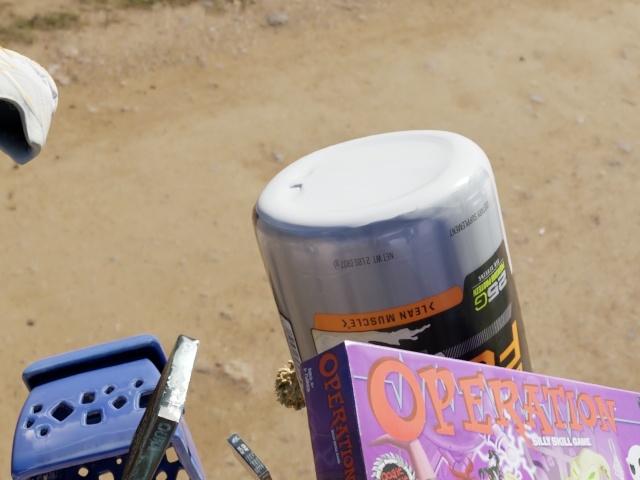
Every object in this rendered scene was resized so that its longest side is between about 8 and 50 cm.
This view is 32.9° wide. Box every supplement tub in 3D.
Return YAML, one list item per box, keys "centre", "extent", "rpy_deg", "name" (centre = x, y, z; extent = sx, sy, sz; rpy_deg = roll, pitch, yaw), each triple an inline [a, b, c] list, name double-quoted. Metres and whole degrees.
- centre: [0.072, 0.085, 0.896]
  extent: [0.194, 0.315, 0.193]
  rpy_deg: [-13, 24, 6]
  name: "supplement tub"

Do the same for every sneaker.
- centre: [-0.380, -0.176, 1.119]
  extent: [0.262, 0.099, 0.121]
  rpy_deg: [33, 29, -36]
  name: "sneaker"

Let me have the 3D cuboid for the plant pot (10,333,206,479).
- centre: [-0.303, 0.279, 1.572]
  extent: [0.236, 0.236, 0.212]
  rpy_deg: [-14, 49, -3]
  name: "plant pot"

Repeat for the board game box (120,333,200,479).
- centre: [-0.182, 0.209, 1.190]
  extent: [0.026, 0.186, 0.126]
  rpy_deg: [21, 36, -10]
  name: "board game box"

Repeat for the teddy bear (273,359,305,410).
- centre: [0.050, 0.118, 1.278]
  extent: [0.113, 0.245, 0.338]
  rpy_deg: [43, 33, -27]
  name: "teddy bear"

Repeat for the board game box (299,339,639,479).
- centre: [0.142, 0.187, 0.696]
  extent: [0.347, 0.056, 0.208]
  rpy_deg: [14, 52, -41]
  name: "board game box"

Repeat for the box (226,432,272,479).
- centre: [-0.105, 0.337, 1.642]
  extent: [0.018, 0.067, 0.083]
  rpy_deg: [-37, 58, -17]
  name: "box"
